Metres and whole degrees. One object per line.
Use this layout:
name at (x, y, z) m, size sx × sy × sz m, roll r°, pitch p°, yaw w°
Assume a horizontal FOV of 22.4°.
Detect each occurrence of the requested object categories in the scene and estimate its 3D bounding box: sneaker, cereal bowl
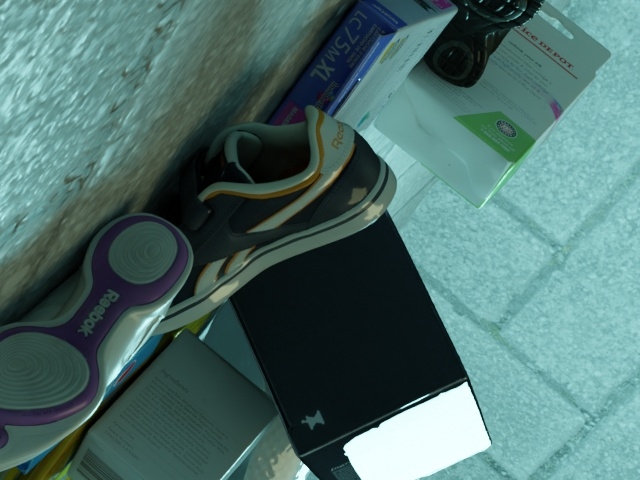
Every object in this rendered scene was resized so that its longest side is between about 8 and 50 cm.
sneaker at (0.234, -0.329, 2.171) m, size 0.130 × 0.109 × 0.286 m, roll -57°, pitch -174°, yaw -34°
cereal bowl at (-0.078, 0.248, 2.308) m, size 0.339 × 0.141 × 0.338 m, roll -170°, pitch -90°, yaw -69°
sneaker at (-0.095, -0.027, 1.536) m, size 0.321 × 0.127 × 0.126 m, roll -29°, pitch -144°, yaw 18°
sneaker at (-0.222, 0.110, 1.406) m, size 0.305 × 0.114 × 0.152 m, roll -45°, pitch 171°, yaw -37°

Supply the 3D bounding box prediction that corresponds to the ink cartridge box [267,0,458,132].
ink cartridge box at (0.040, -0.184, 1.759) m, size 0.185 × 0.065 × 0.311 m, roll -52°, pitch 175°, yaw 22°

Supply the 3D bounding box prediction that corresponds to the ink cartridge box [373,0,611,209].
ink cartridge box at (0.263, -0.224, 2.391) m, size 0.353 × 0.207 × 0.119 m, roll -43°, pitch 170°, yaw -43°

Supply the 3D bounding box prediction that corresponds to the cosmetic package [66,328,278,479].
cosmetic package at (-0.172, 0.234, 1.884) m, size 0.183 × 0.151 × 0.151 m, roll -47°, pitch 175°, yaw -32°

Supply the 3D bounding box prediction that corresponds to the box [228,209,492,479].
box at (0.041, 0.127, 1.952) m, size 0.212 × 0.293 × 0.395 m, roll -26°, pitch 160°, yaw 2°

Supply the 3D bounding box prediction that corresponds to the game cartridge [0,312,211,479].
game cartridge at (-0.265, 0.202, 1.942) m, size 0.285 × 0.053 × 0.324 m, roll -53°, pitch 172°, yaw 25°

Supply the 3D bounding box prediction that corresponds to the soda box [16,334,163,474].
soda box at (-0.244, 0.134, 1.614) m, size 0.210 × 0.067 × 0.071 m, roll -44°, pitch 172°, yaw -41°
